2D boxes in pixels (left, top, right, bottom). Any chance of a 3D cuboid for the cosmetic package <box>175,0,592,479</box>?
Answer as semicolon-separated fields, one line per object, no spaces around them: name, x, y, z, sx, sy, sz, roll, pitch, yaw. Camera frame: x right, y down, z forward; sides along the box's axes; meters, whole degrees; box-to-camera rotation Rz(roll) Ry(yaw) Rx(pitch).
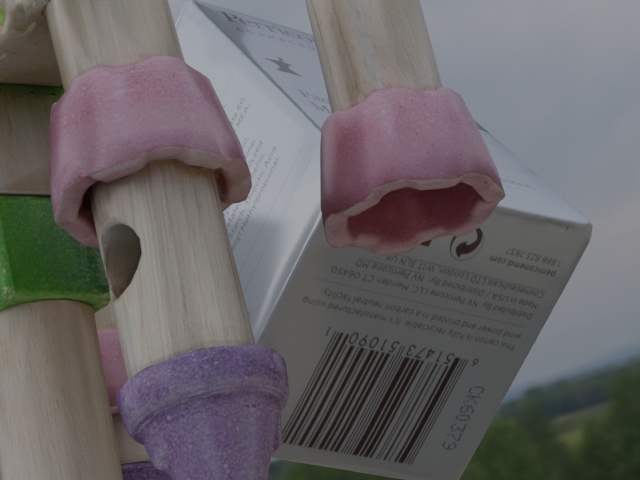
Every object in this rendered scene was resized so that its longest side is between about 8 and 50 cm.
cosmetic package;0.000;0.000;0.933;0.151;0.183;0.151;13;-68;-36

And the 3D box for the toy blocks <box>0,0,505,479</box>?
toy blocks;-0.124;0.042;0.684;0.309;0.260;0.288;4;-27;-37
